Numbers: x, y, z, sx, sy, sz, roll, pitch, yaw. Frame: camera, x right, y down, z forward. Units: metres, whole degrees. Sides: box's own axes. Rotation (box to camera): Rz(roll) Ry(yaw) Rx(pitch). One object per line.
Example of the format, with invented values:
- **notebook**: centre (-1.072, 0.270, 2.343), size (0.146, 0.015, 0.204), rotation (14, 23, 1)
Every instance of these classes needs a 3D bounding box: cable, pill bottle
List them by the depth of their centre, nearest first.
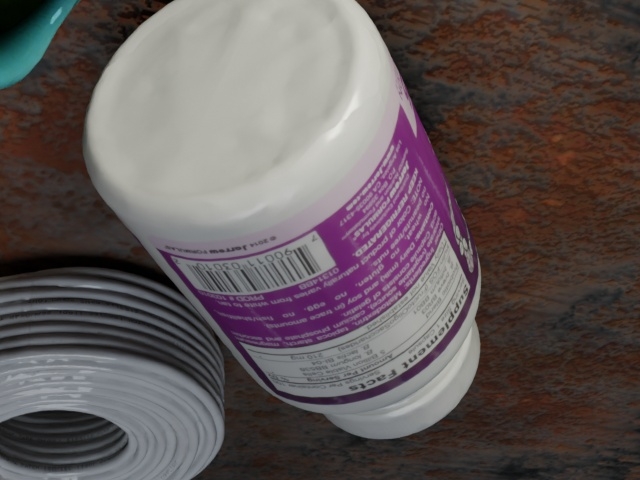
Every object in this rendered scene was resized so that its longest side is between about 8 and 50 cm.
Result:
- **pill bottle**: centre (0.000, 0.000, 0.747), size (0.169, 0.169, 0.301), rotation (-18, 142, 11)
- **cable**: centre (-0.197, 0.122, 0.925), size (0.257, 0.089, 0.257), rotation (-3, 142, -9)

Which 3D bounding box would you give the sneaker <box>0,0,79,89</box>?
- **sneaker**: centre (-0.097, -0.173, 0.546), size (0.107, 0.110, 0.275), rotation (15, 136, -29)
